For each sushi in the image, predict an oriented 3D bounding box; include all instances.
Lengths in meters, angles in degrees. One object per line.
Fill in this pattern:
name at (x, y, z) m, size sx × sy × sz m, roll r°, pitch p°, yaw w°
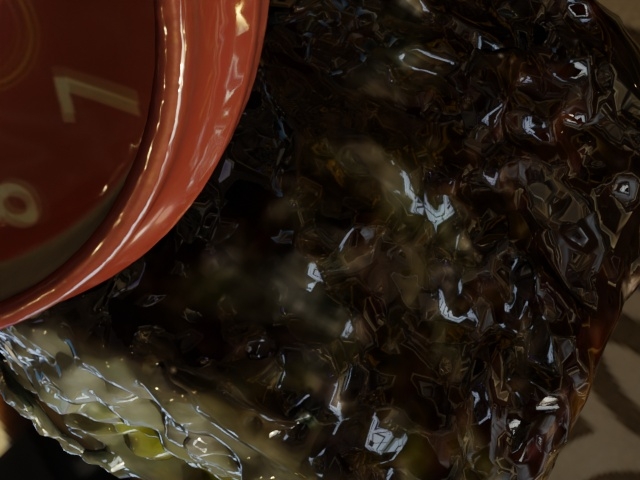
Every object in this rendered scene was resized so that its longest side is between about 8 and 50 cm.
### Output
sushi at (-0.001, 0.001, 0.701) m, size 0.300 × 0.294 × 0.281 m, roll 26°, pitch 164°, yaw 1°

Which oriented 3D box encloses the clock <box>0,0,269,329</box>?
clock at (-0.169, -0.098, 0.401) m, size 0.319 × 0.080 × 0.318 m, roll 7°, pitch 131°, yaw 9°
